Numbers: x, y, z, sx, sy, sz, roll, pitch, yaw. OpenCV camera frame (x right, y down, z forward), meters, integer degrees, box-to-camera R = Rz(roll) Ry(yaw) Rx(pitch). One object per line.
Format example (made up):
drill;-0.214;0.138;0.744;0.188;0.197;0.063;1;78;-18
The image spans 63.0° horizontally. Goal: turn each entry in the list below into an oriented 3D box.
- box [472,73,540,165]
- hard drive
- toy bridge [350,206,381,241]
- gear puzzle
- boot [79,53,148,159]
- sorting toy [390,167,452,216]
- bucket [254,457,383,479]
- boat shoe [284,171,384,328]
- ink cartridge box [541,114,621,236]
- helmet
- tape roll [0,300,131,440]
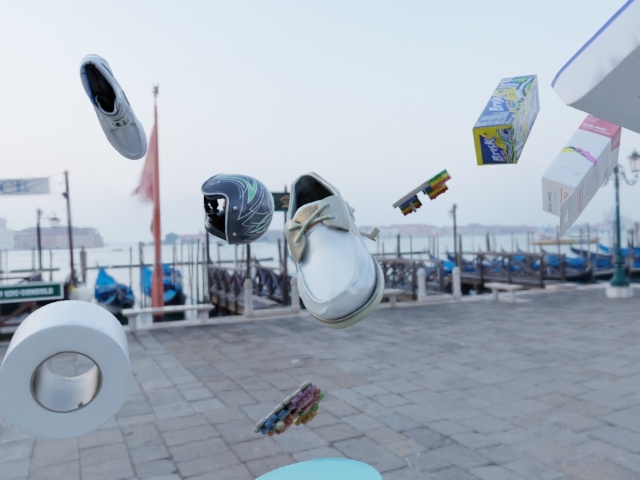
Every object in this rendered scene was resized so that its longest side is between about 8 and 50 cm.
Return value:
box;0.263;-0.171;0.731;0.054;0.059;0.169;4;39;33
hard drive;0.387;-0.180;0.483;0.318;0.040;0.210;4;-38;-36
toy bridge;0.064;-0.056;1.308;0.188;0.063;0.026;39;24;6
gear puzzle;-0.057;0.445;1.321;0.175;0.044;0.339;-39;-22;-9
boot;-0.479;-0.292;1.198;0.095;0.259;0.123;-25;28;-6
sorting toy;0.229;-0.102;1.198;0.132;0.046;0.274;-34;0;7
bucket;-0.006;0.478;0.811;0.280;0.183;0.281;-9;-1;0
boat shoe;0.000;0.000;0.692;0.113;0.103;0.302;-30;26;5
ink cartridge box;0.468;-0.116;0.960;0.067;0.198;0.115;31;-15;37
helmet;-0.186;-0.071;1.202;0.161;0.170;0.169;26;12;24
tape roll;-0.530;0.265;1.099;0.245;0.247;0.169;-2;12;-22
